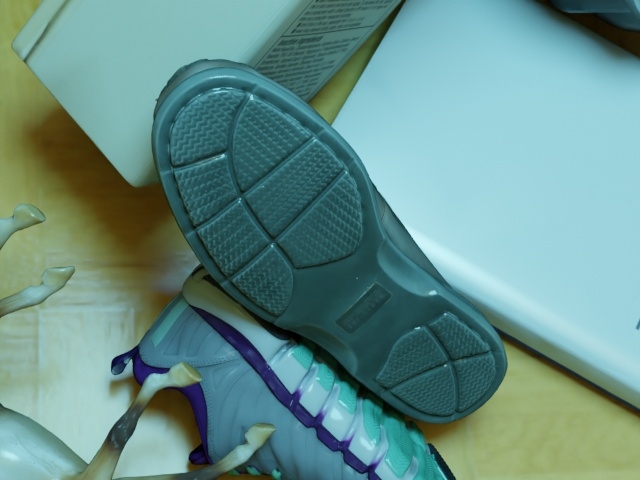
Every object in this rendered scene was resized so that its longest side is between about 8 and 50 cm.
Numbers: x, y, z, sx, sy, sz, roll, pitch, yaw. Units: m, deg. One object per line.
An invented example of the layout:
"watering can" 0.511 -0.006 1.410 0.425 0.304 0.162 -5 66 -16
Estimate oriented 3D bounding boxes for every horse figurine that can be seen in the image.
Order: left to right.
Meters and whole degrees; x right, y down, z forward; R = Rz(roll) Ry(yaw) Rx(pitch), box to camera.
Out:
"horse figurine" -0.155 0.098 0.675 0.263 0.066 0.174 42 98 -1

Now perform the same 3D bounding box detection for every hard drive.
"hard drive" 0.166 -0.028 0.817 0.318 0.040 0.210 30 67 0

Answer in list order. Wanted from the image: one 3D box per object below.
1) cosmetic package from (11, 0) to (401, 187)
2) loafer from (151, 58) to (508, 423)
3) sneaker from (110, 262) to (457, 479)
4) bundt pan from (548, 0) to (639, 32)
"cosmetic package" -0.005 -0.177 0.683 0.113 0.309 0.160 48 25 9
"loafer" 0.000 0.000 0.691 0.096 0.084 0.267 -38 123 8
"sneaker" -0.012 0.114 0.726 0.098 0.083 0.224 -43 92 13
"bundt pan" 0.215 -0.285 0.836 0.330 0.124 0.331 0 91 -29
